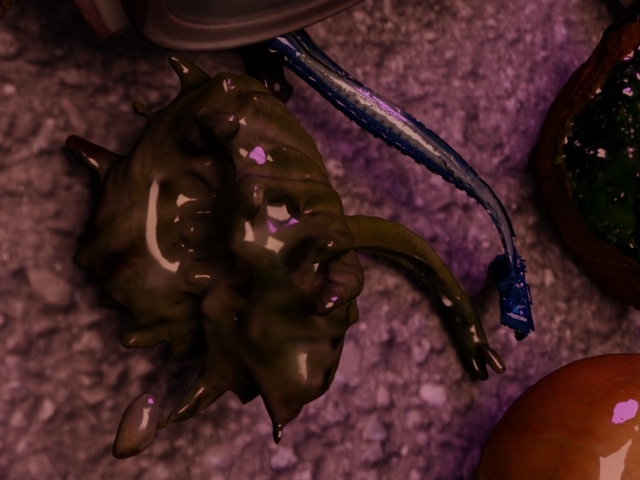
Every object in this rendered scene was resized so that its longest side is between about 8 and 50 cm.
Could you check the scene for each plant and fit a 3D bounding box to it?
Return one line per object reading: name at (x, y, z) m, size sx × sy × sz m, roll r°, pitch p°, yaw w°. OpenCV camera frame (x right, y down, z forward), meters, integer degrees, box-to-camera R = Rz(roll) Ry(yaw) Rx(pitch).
plant at (-0.026, 0.011, 0.906) m, size 0.333 × 0.180 × 0.251 m, roll 7°, pitch 66°, yaw -67°

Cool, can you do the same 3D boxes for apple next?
apple at (0.223, 0.185, 0.973) m, size 0.234 × 0.173 × 0.210 m, roll 20°, pitch 74°, yaw -20°

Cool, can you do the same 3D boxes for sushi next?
sushi at (0.251, -0.050, 1.053) m, size 0.149 × 0.140 × 0.287 m, roll 1°, pitch 79°, yaw -41°

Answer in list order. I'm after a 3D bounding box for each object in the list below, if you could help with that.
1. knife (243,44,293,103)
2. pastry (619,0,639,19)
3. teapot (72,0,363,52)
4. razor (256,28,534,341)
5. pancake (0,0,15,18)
knife at (-0.042, -0.215, 0.964) m, size 0.072 × 0.019 × 0.245 m, roll -7°, pitch 83°, yaw -37°
pastry at (0.355, -0.280, 1.176) m, size 0.264 × 0.133 × 0.265 m, roll 8°, pitch 75°, yaw -33°
teapot at (-0.098, -0.284, 0.803) m, size 0.315 × 0.233 × 0.312 m, roll -25°, pitch 80°, yaw 3°
razor at (0.059, -0.067, 0.952) m, size 0.324 × 0.056 × 0.093 m, roll 45°, pitch 23°, yaw -19°
pancake at (-0.237, -0.183, 0.828) m, size 0.115 × 0.011 × 0.115 m, roll 8°, pitch 75°, yaw -32°
